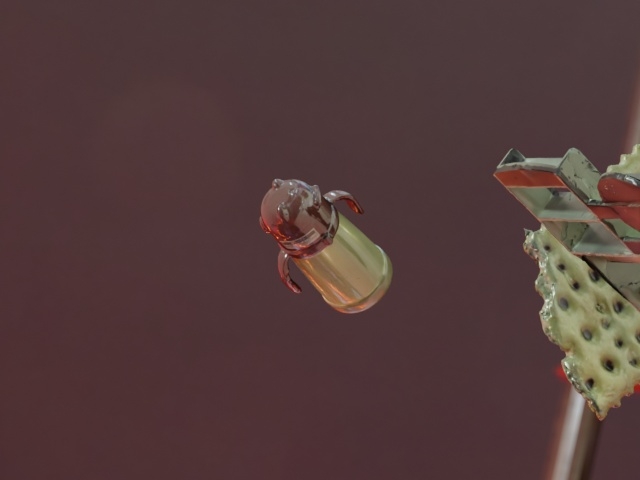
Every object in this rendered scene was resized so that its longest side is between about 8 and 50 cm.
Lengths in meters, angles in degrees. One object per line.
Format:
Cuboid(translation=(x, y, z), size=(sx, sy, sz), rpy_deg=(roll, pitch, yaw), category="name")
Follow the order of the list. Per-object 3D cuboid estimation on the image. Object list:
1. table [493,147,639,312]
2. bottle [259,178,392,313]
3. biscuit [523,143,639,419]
Cuboid(translation=(0.203, -0.004, 1.047), size=(0.175, 0.146, 0.062), rpy_deg=(44, -108, -21), category="table")
Cuboid(translation=(0.000, -0.002, 1.127), size=(0.101, 0.047, 0.063), rpy_deg=(46, -129, -42), category="bottle")
Cuboid(translation=(0.229, 0.016, 1.390), size=(0.203, 0.144, 0.016), rpy_deg=(-37, 2, -23), category="biscuit")
